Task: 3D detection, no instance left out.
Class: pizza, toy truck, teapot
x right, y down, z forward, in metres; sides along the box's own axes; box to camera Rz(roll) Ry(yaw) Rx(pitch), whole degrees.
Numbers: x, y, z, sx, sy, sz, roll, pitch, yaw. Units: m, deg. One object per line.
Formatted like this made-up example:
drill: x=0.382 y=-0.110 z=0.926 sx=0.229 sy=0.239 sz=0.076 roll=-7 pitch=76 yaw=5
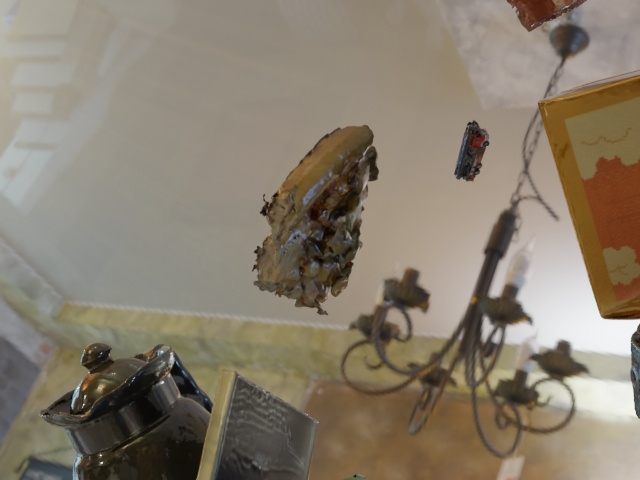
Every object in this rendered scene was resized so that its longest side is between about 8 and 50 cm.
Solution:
pizza: x=0.000 y=0.000 z=0.907 sx=0.069 sy=0.147 sz=0.226 roll=28 pitch=-55 yaw=21
toy truck: x=0.187 y=-0.110 z=1.165 sx=0.031 sy=0.024 sz=0.083 roll=2 pitch=-48 yaw=-13
teapot: x=-0.201 y=0.241 z=1.202 sx=0.223 sy=0.305 sz=0.285 roll=-19 pitch=-80 yaw=43

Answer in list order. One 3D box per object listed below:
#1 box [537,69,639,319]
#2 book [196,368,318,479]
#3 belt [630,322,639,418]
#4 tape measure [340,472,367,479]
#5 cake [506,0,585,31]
box: x=0.362 y=-0.072 z=0.879 sx=0.259 sy=0.283 sz=0.214 roll=-13 pitch=-84 yaw=19
book: x=-0.088 y=0.359 z=1.070 sx=0.028 sy=0.374 sz=0.262 roll=2 pitch=-21 yaw=22
belt: x=0.399 y=0.130 z=0.911 sx=0.218 sy=0.122 sz=0.129 roll=19 pitch=-57 yaw=53
tape measure: x=0.031 y=0.354 z=1.077 sx=0.087 sy=0.177 sz=0.154 roll=12 pitch=-75 yaw=1
cake: x=0.327 y=-0.355 z=1.077 sx=0.287 sy=0.135 sz=0.098 roll=-24 pitch=-12 yaw=33
